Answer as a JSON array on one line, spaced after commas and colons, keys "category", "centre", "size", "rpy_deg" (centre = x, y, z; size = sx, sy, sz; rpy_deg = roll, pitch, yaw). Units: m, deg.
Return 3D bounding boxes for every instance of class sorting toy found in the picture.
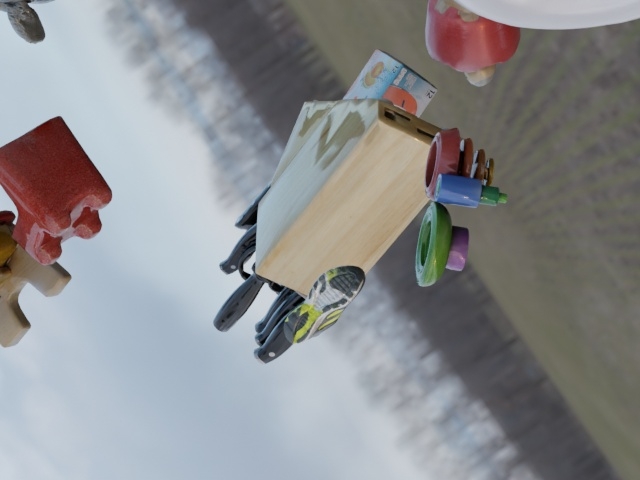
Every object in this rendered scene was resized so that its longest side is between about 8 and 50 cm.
[{"category": "sorting toy", "centre": [0.085, -0.020, 1.043], "size": [0.061, 0.042, 0.102], "rpy_deg": [117, 161, -69]}]

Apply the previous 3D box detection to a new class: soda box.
[{"category": "soda box", "centre": [0.043, -0.109, 1.858], "size": [0.058, 0.183, 0.063], "rpy_deg": [30, -173, -35]}]

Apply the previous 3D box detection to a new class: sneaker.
[{"category": "sneaker", "centre": [0.006, 0.048, 1.360], "size": [0.031, 0.083, 0.035], "rpy_deg": [54, -157, 15]}]

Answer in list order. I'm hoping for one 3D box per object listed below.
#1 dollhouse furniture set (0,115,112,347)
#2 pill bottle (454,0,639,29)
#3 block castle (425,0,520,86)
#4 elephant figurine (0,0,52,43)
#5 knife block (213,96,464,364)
[{"category": "dollhouse furniture set", "centre": [-0.281, -0.022, 1.051], "size": [0.152, 0.201, 0.374], "rpy_deg": [49, -156, 12]}, {"category": "pill bottle", "centre": [0.160, -0.323, 1.137], "size": [0.188, 0.188, 0.334], "rpy_deg": [49, -141, -65]}, {"category": "block castle", "centre": [0.221, -0.353, 1.634], "size": [0.213, 0.303, 0.453], "rpy_deg": [80, -175, -47]}, {"category": "elephant figurine", "centre": [-0.330, -0.298, 1.882], "size": [0.239, 0.186, 0.169], "rpy_deg": [-118, 21, -60]}, {"category": "knife block", "centre": [0.000, 0.000, 1.544], "size": [0.088, 0.242, 0.275], "rpy_deg": [23, 175, -20]}]
